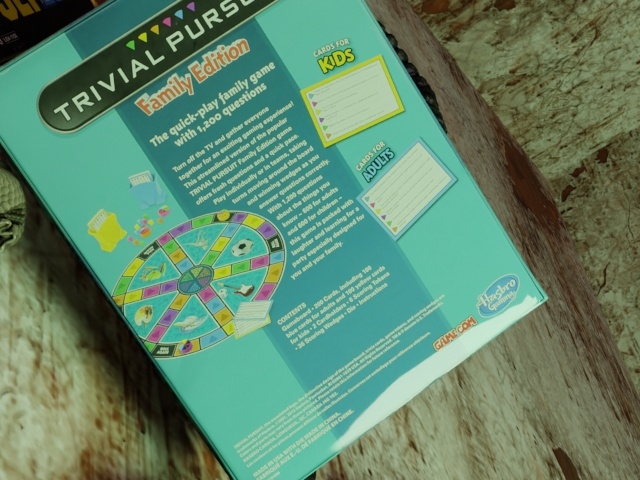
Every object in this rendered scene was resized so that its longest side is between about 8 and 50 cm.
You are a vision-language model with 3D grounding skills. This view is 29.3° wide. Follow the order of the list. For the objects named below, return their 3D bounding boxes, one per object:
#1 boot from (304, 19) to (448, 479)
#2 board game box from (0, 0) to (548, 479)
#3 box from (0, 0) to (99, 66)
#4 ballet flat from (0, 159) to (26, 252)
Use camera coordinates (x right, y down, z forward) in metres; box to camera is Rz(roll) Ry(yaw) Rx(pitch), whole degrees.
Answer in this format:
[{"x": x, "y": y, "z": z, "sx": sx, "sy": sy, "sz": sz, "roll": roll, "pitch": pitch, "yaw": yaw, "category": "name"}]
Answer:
[{"x": -0.002, "y": -0.002, "z": 0.968, "sx": 0.131, "sy": 0.260, "sz": 0.347, "roll": 29, "pitch": 34, "yaw": -58, "category": "boot"}, {"x": -0.039, "y": -0.028, "z": 0.837, "sx": 0.336, "sy": 0.254, "sz": 0.079, "roll": 57, "pitch": -11, "yaw": -11, "category": "board game box"}, {"x": -0.298, "y": -0.218, "z": 0.832, "sx": 0.257, "sy": 0.079, "sz": 0.322, "roll": 58, "pitch": 18, "yaw": -10, "category": "box"}, {"x": -0.245, "y": -0.034, "z": 0.680, "sx": 0.058, "sy": 0.084, "sz": 0.250, "roll": 63, "pitch": 12, "yaw": 22, "category": "ballet flat"}]
